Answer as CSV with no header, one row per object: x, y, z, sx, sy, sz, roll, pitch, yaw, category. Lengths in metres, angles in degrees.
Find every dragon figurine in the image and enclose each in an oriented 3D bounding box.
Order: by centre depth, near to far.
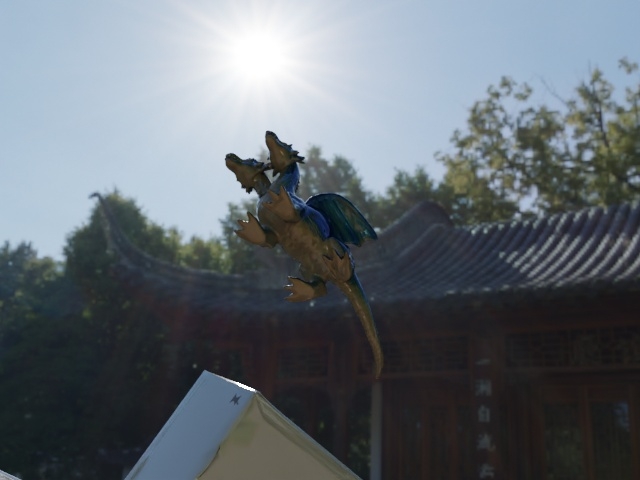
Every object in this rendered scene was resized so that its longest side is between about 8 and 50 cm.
0.000,0.000,0.856,0.085,0.289,0.144,-45,-3,23,dragon figurine

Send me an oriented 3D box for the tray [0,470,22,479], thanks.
-0.455,0.299,1.017,0.145,0.030,0.270,21,-17,8,tray

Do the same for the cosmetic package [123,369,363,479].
-0.049,0.354,1.028,0.365,0.197,0.155,46,-20,-25,cosmetic package
